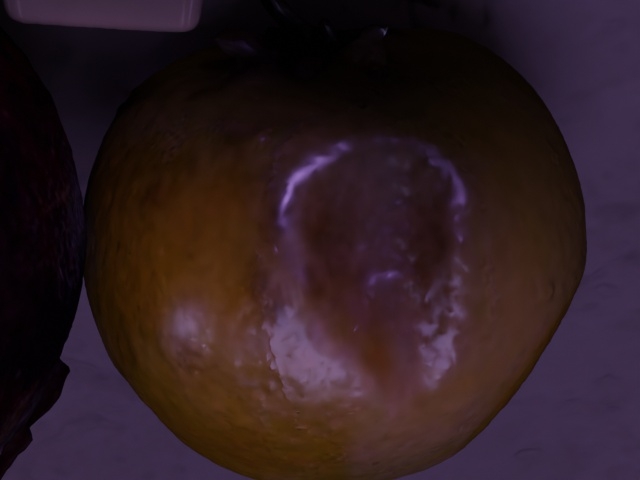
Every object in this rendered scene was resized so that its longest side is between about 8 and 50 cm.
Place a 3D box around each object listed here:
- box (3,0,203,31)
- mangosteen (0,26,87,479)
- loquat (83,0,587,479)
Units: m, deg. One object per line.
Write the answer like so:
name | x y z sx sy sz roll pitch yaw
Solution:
box | -0.076 -0.133 0.524 0.089 0.122 0.062 2 147 -6
mangosteen | -0.238 0.012 0.536 0.293 0.297 0.297 27 127 -32
loquat | 0.005 0.001 0.605 0.213 0.213 0.213 -2 135 -2
